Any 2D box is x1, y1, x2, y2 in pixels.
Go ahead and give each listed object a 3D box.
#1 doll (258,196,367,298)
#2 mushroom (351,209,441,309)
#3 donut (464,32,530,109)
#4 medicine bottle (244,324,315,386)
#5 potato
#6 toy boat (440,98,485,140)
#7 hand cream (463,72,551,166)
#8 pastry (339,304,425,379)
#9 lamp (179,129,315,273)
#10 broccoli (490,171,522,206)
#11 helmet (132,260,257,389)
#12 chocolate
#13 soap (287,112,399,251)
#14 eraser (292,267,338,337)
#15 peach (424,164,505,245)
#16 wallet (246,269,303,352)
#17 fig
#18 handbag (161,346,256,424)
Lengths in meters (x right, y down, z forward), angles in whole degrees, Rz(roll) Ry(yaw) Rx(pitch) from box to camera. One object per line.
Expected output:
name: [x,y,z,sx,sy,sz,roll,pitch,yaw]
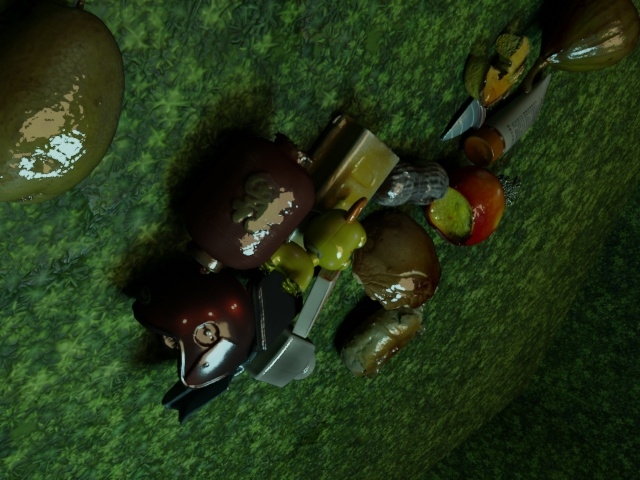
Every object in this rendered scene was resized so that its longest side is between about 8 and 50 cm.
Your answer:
doll: [0.000,0.000,1.304,0.221,0.135,0.143,-43,177,-17]
mushroom: [0.152,0.092,1.712,0.233,0.208,0.301,3,132,-21]
donut: [0.381,-0.369,1.602,0.181,0.078,0.146,-43,151,-25]
medicine bottle: [-0.086,0.257,1.646,0.132,0.088,0.188,-50,150,0]
potato: [-0.313,-0.155,0.824,0.251,0.159,0.174,-63,173,4]
toy boat: [0.328,-0.271,1.675,0.122,0.034,0.096,-34,141,-24]
hand cream: [0.478,-0.296,1.800,0.314,0.089,0.139,-35,148,-32]
pastry: [0.162,0.259,1.908,0.236,0.121,0.257,-29,160,-34]
lamp: [-0.122,-0.060,1.179,0.258,0.180,0.180,-48,150,2]
broccoli: [0.481,-0.117,1.995,0.204,0.118,0.122,35,73,-73]
helmet: [-0.209,0.134,1.236,0.216,0.189,0.193,27,94,-30]
chocolate: [0.192,-0.128,1.583,0.248,0.110,0.110,-3,126,-51]
soap: [0.018,-0.092,1.403,0.274,0.089,0.173,-53,150,7]
eraser: [0.014,0.080,1.527,0.157,0.038,0.230,-67,176,33]
peach: [0.341,-0.082,1.751,0.226,0.196,0.189,7,76,-65]
wallet: [-0.085,0.107,1.411,0.250,0.044,0.149,-44,133,-68]
fig: [0.557,-0.436,1.625,0.321,0.217,0.217,-42,149,-15]
handbag: [-0.187,0.234,1.374,0.179,0.062,0.229,-39,-174,29]
